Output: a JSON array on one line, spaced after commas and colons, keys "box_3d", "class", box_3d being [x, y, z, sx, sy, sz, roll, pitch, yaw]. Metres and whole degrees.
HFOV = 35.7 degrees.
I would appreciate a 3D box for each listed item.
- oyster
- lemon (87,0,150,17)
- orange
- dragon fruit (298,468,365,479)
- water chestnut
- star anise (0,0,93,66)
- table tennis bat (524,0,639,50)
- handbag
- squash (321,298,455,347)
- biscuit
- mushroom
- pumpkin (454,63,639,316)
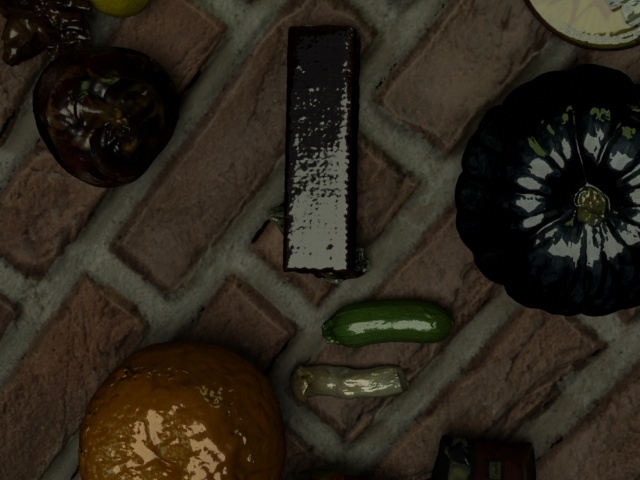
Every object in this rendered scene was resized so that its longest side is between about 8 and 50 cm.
[{"box_3d": [0.000, 0.000, 1.615, 0.125, 0.064, 0.177, -32, 107, 30], "class": "oyster"}, {"box_3d": [-0.317, -0.401, 1.539, 0.133, 0.109, 0.109, 13, 107, 14], "class": "lemon"}, {"box_3d": [-0.216, 0.330, 1.617, 0.340, 0.293, 0.341, 0, 89, 13], "class": "orange"}, {"box_3d": [0.018, 0.488, 1.658, 0.227, 0.224, 0.224, -6, 106, 44], "class": "dragon fruit"}, {"box_3d": [-0.323, -0.190, 1.535, 0.238, 0.223, 0.224, 17, 113, 50], "class": "water chestnut"}, {"box_3d": [-0.450, -0.383, 1.509, 0.148, 0.346, 0.237, -41, 76, -18], "class": "star anise"}, {"box_3d": [0.393, -0.476, 1.424, 0.268, 0.051, 0.415, -16, 104, 14], "class": "table tennis bat"}, {"box_3d": [0.249, 0.424, 1.576, 0.181, 0.254, 0.181, 3, 123, 7], "class": "handbag"}, {"box_3d": [0.109, 0.135, 1.622, 0.219, 0.068, 0.077, -6, 108, 13], "class": "squash"}, {"box_3d": [0.002, -0.134, 1.524, 0.107, 0.073, 0.389, 1, 91, 10], "class": "biscuit"}, {"box_3d": [0.047, 0.240, 1.673, 0.202, 0.054, 0.059, 0, 103, 6], "class": "mushroom"}, {"box_3d": [0.372, -0.070, 1.420, 0.363, 0.266, 0.364, 3, 101, 13], "class": "pumpkin"}]
